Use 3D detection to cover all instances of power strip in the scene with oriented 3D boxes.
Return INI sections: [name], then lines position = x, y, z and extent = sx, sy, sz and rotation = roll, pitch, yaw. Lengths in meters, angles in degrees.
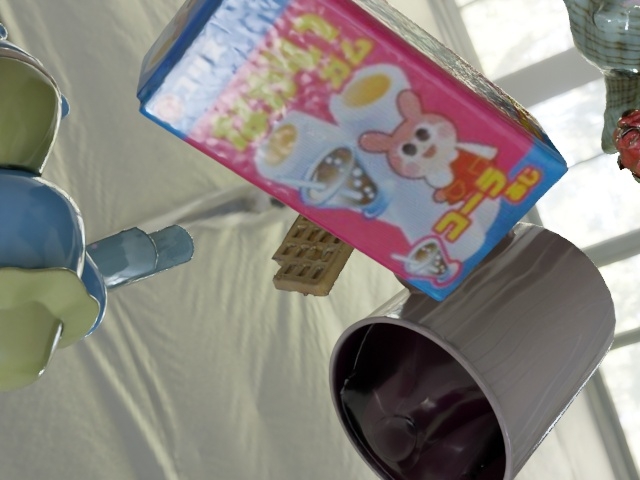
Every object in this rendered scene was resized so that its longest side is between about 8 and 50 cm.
[power strip]
position = -0.195, 0.025, 0.982
extent = 0.216, 0.137, 0.044
rotation = -25, -86, -84

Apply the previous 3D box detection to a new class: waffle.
[waffle]
position = 0.000, 0.000, 1.148
extent = 0.135, 0.092, 0.021
rotation = -58, -44, -27

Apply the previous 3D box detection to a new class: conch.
[conch]
position = 0.354, -0.264, 1.248
extent = 0.169, 0.386, 0.203
rotation = 3, -132, -20

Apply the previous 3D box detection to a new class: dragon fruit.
[dragon fruit]
position = 0.377, -0.105, 1.230
extent = 0.116, 0.081, 0.086
rotation = 48, -133, -47

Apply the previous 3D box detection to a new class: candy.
[candy]
position = 0.026, -0.098, 0.836
extent = 0.305, 0.157, 0.100
rotation = 31, -156, -24

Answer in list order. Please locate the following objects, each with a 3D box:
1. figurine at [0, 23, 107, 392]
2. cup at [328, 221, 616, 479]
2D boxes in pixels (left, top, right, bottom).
[figurine]
position = -0.225, -0.019, 0.762
extent = 0.180, 0.153, 0.262
rotation = 72, -162, -56
[cup]
position = 0.146, 0.098, 1.132
extent = 0.273, 0.208, 0.288
rotation = -35, -93, -43
